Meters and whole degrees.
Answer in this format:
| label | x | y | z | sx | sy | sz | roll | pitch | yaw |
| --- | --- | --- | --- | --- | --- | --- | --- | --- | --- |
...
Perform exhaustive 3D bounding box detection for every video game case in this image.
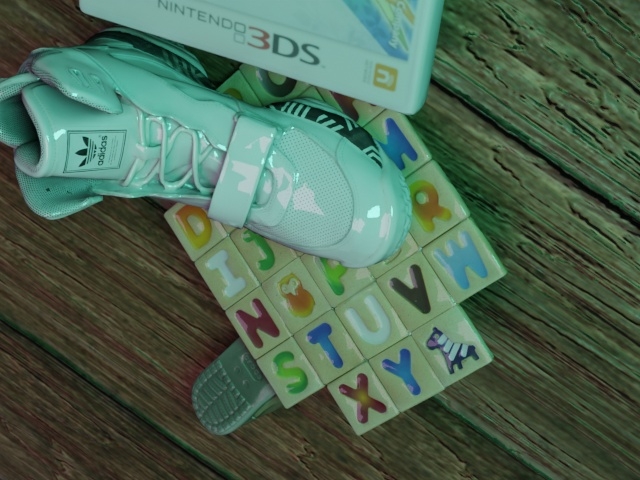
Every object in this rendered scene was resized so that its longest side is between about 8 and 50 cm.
| label | x | y | z | sx | sy | sz | roll | pitch | yaw |
| --- | --- | --- | --- | --- | --- | --- | --- | --- | --- |
| video game case | -0.043 | -0.275 | 0.780 | 0.300 | 0.036 | 0.329 | 20 | 128 | 17 |

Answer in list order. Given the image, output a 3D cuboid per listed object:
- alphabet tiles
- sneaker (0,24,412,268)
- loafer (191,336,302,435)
| label | x | y | z | sx | sy | sz | roll | pitch | yaw |
| --- | --- | --- | --- | --- | --- | --- | --- | --- | --- |
| alphabet tiles | 0.000 | 0.000 | 1.007 | 0.285 | 0.011 | 0.342 | -36 | 85 | 36 |
| sneaker | -0.115 | -0.064 | 0.924 | 0.366 | 0.210 | 0.137 | 30 | 119 | 22 |
| loafer | -0.027 | 0.109 | 1.129 | 0.251 | 0.087 | 0.094 | -36 | 75 | 29 |
